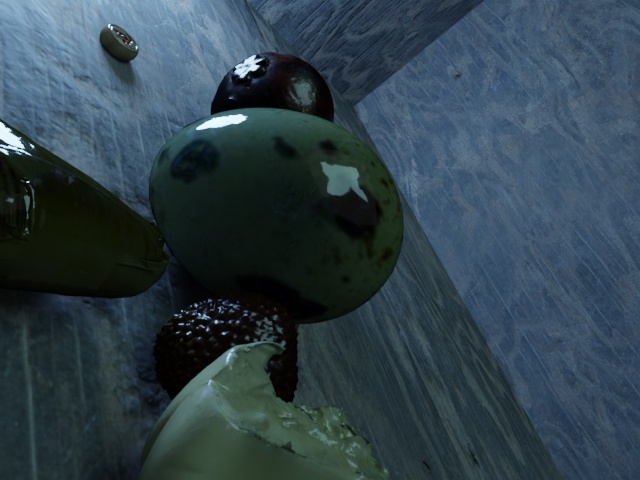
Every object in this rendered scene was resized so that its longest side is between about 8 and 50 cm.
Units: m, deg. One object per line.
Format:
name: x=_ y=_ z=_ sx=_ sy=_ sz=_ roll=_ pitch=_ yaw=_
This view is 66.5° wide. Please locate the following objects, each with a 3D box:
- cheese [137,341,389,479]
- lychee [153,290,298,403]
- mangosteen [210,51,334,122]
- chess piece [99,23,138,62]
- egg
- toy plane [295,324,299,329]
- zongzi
cheese: x=-0.059 y=0.250 z=0.525 sx=0.266 sy=0.233 sz=0.127 roll=40 pitch=-6 yaw=-30
lychee: x=-0.115 y=0.156 z=0.646 sx=0.194 sy=0.194 sz=0.194 roll=45 pitch=22 yaw=-24
mangosteen: x=-0.108 y=-0.293 z=1.235 sx=0.359 sy=0.306 sz=0.306 roll=62 pitch=7 yaw=-51
chess piece: x=-0.440 y=-0.432 z=1.067 sx=0.083 sy=0.038 sz=0.083 roll=44 pitch=24 yaw=-26
egg: x=-0.071 y=-0.045 z=0.813 sx=0.428 sy=0.345 sz=0.345 roll=25 pitch=28 yaw=-11
toy plane: x=-0.057 y=0.125 z=0.976 sx=0.212 sy=0.088 sz=0.267 roll=46 pitch=30 yaw=-19
zongzi: x=-0.340 y=-0.070 z=0.579 sx=0.300 sy=0.145 sz=0.274 roll=56 pitch=15 yaw=24
